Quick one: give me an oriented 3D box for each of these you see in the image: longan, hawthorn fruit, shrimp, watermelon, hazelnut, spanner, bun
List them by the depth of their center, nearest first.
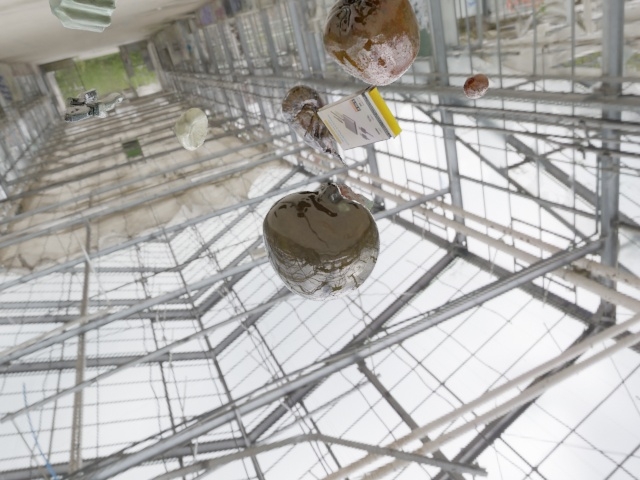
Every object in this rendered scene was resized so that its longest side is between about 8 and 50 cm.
[{"bbox_3d":[0.000,0.000,1.233,0.300,0.300,0.243,-14,-159,1],"label":"longan"},{"bbox_3d":[-0.576,-0.337,1.250,0.096,0.040,0.325,6,-156,-11],"label":"spanner"},{"bbox_3d":[0.167,-0.592,1.478,0.268,0.301,0.267,-23,-130,31],"label":"hawthorn fruit"},{"bbox_3d":[0.087,-0.117,1.480,0.121,0.158,0.098,-21,174,-47],"label":"watermelon"},{"bbox_3d":[0.007,-0.352,1.591,0.145,0.343,0.116,-50,-143,-7],"label":"shrimp"},{"bbox_3d":[0.525,-0.519,1.691,0.086,0.086,0.086,-12,-156,5],"label":"hazelnut"},{"bbox_3d":[-0.549,-0.466,2.089,0.102,0.183,0.183,17,-148,12],"label":"bun"}]

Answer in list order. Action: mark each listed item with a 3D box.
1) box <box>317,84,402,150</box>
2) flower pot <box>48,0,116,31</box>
[{"bbox_3d":[0.084,-0.290,1.233,0.033,0.129,0.247,-46,-159,-22],"label":"box"},{"bbox_3d":[-0.643,-0.744,1.312,0.165,0.254,0.367,-8,-123,-41],"label":"flower pot"}]
